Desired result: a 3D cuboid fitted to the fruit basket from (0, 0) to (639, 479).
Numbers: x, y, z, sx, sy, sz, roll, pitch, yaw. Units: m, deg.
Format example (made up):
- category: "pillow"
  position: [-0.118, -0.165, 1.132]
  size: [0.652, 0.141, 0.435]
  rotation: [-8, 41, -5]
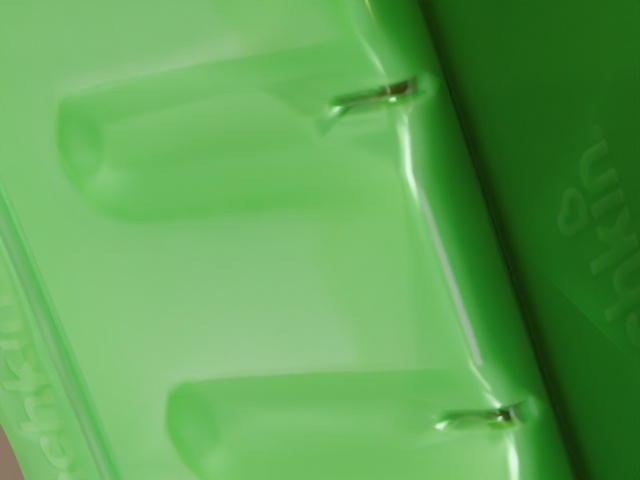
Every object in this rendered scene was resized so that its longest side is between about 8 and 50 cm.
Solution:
- category: "fruit basket"
  position: [0.000, 0.000, 0.618]
  size: [0.283, 0.392, 0.392]
  rotation: [-31, 128, -35]
